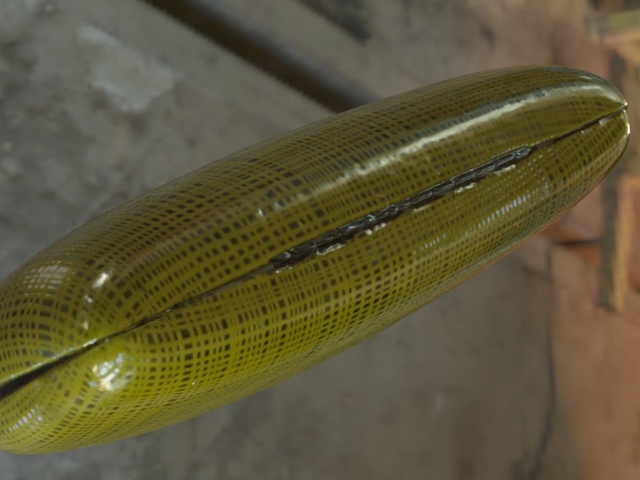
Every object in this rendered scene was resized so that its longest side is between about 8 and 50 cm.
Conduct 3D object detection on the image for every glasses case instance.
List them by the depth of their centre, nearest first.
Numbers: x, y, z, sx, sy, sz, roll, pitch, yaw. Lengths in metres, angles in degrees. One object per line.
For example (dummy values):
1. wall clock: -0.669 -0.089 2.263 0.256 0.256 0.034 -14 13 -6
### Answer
1. glasses case: 0.000 0.000 0.553 0.234 0.079 0.064 -24 88 -43
